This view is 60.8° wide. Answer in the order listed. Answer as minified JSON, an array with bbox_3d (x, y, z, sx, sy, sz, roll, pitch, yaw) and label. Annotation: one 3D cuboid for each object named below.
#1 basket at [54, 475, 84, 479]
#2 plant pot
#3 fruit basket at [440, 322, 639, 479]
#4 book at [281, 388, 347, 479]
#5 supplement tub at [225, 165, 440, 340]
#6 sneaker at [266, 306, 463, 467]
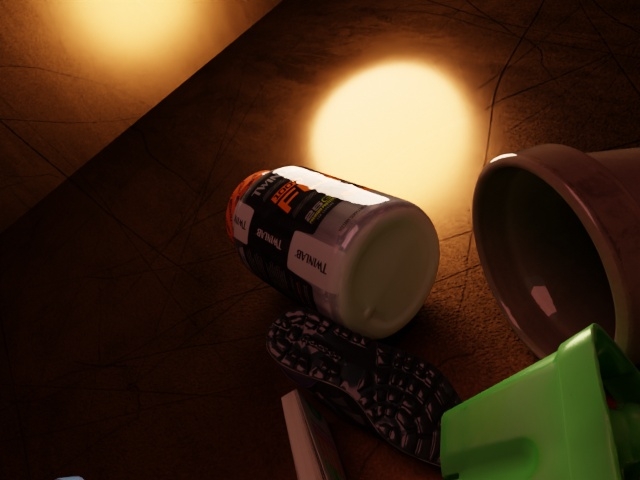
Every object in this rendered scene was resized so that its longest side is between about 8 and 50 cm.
[{"bbox_3d":[-0.262,0.435,0.573,0.255,0.201,0.289,15,91,44],"label":"basket"},{"bbox_3d":[0.334,-0.006,0.609,0.229,0.263,0.263,-20,37,-8],"label":"plant pot"},{"bbox_3d":[0.258,0.240,0.347,0.392,0.283,0.392,-35,32,25],"label":"fruit basket"},{"bbox_3d":[-0.001,0.266,0.669,0.035,0.096,0.144,-32,39,5],"label":"book"},{"bbox_3d":[0.000,0.000,0.858,0.207,0.207,0.338,-47,40,-15],"label":"supplement tub"},{"bbox_3d":[0.063,0.193,0.706,0.283,0.124,0.107,30,63,23],"label":"sneaker"}]
